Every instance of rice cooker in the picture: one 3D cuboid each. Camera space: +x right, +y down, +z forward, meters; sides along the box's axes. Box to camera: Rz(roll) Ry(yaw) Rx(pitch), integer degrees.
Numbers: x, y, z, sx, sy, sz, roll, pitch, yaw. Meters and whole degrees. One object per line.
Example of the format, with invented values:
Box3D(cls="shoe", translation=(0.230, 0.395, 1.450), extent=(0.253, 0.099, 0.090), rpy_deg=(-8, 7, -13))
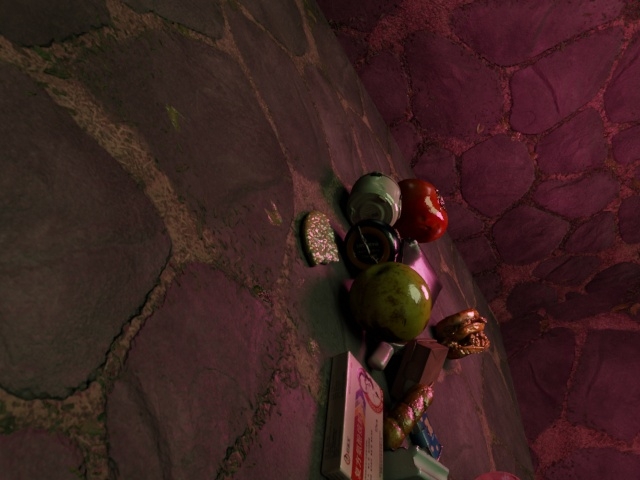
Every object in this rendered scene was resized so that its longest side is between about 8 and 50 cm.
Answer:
Box3D(cls="rice cooker", translation=(0.223, -0.154, 2.028), extent=(0.226, 0.226, 0.244), rpy_deg=(58, 22, -19))

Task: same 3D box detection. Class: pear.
Box3D(cls="pear", translation=(0.233, 0.208, 1.642), extent=(0.283, 0.283, 0.284), rpy_deg=(47, 30, -38))

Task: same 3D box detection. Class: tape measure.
Box3D(cls="tape measure", translation=(0.189, 0.029, 1.800), extent=(0.135, 0.202, 0.223), rpy_deg=(-22, 103, -68))

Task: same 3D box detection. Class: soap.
Box3D(cls="soap", translation=(0.270, 0.684, 1.433), extent=(0.261, 0.150, 0.094), rpy_deg=(46, 36, -38))

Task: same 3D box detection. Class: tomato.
Box3D(cls="tomato", translation=(0.475, -0.147, 2.463), extent=(0.325, 0.289, 0.293), rpy_deg=(39, 38, -50))

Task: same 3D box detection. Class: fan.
Box3D(cls="fan", translation=(0.230, 0.363, 1.702), extent=(0.130, 0.074, 0.244), rpy_deg=(28, 32, 14))

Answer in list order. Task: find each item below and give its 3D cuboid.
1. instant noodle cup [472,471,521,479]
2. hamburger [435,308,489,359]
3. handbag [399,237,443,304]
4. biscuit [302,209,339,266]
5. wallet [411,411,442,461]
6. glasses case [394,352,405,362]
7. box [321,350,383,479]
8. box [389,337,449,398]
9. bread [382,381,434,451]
Box3D(cls="instant noodle cup", translation=(0.710, 1.076, 1.924), extent=(0.231, 0.243, 0.243), rpy_deg=(68, 22, -14))
Box3D(cls="hamburger", translation=(0.708, 0.460, 2.438), extent=(0.245, 0.260, 0.211), rpy_deg=(4, 61, -56))
Box3D(cls="handbag", translation=(0.407, 0.196, 2.198), extent=(0.342, 0.152, 0.288), rpy_deg=(55, 37, -18))
Box3D(cls="biscuit", translation=(0.000, 0.000, 1.628), extent=(0.188, 0.040, 0.265), rpy_deg=(56, 27, -23))
Box3D(cls="wallet", translation=(0.364, 0.677, 1.751), extent=(0.141, 0.059, 0.202), rpy_deg=(-21, 88, -65))
Box3D(cls="glasses case", translation=(0.349, 0.454, 1.901), extent=(0.299, 0.060, 0.114), rpy_deg=(46, 27, -33))
Box3D(cls="box", translation=(0.097, 0.504, 1.339), extent=(0.214, 0.069, 0.353), rpy_deg=(53, 25, -29))
Box3D(cls="box", translation=(0.355, 0.458, 1.752), extent=(0.215, 0.086, 0.215), rpy_deg=(19, 90, -57))
Box3D(cls="bread", translation=(0.272, 0.530, 1.544), extent=(0.084, 0.124, 0.344), rpy_deg=(50, 40, 9))
